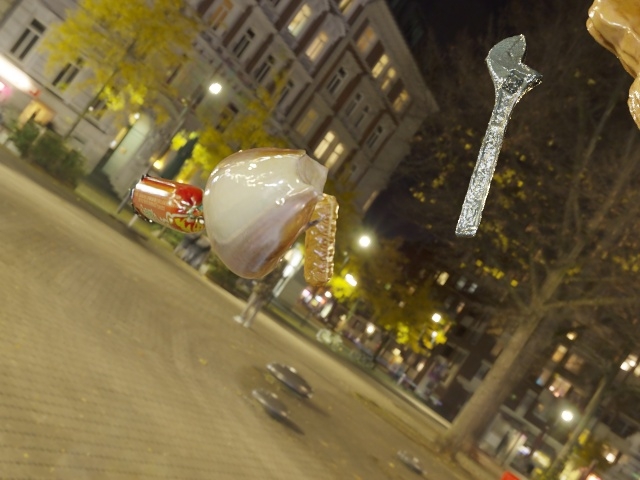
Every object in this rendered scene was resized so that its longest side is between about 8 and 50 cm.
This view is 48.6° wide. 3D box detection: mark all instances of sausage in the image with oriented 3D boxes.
[{"bbox_3d":[-0.218,-0.055,1.056,0.083,0.083,0.264,37,-10,-26],"label":"sausage"}]

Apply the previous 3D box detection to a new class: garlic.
[{"bbox_3d":[-0.070,-0.028,0.746,0.115,0.128,0.207,34,-13,3],"label":"garlic"}]

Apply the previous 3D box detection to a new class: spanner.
[{"bbox_3d":[0.258,-0.159,1.060,0.093,0.326,0.026,15,-7,26],"label":"spanner"}]

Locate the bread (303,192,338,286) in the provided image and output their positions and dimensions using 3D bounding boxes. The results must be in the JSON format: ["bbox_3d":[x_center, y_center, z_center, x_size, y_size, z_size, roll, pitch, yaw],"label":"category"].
[{"bbox_3d":[0.000,0.000,1.172,0.052,0.157,0.044,-2,15,-24],"label":"bread"}]

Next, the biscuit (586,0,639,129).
[{"bbox_3d":[0.394,-0.163,0.649,0.269,0.375,0.051,45,-34,21],"label":"biscuit"}]
